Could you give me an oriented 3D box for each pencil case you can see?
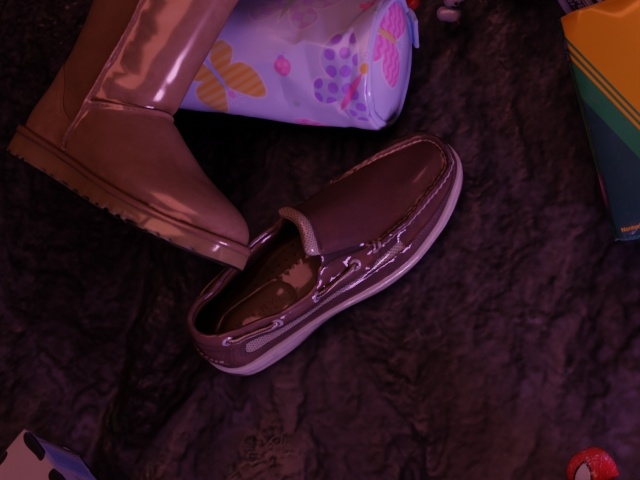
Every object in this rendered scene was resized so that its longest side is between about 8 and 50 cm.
[{"bbox_3d":[-0.057,-0.162,0.807,0.273,0.114,0.124,10,37,21],"label":"pencil case"}]

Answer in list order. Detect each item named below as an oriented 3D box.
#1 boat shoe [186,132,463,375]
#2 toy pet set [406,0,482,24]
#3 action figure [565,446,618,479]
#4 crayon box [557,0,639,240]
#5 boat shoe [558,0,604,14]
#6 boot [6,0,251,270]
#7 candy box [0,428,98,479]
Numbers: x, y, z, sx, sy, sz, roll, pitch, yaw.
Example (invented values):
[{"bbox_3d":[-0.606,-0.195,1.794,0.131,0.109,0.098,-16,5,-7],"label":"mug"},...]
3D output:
[{"bbox_3d":[0.005,0.005,0.727,0.257,0.095,0.095,-44,63,-3],"label":"boat shoe"},{"bbox_3d":[0.140,-0.238,0.814,0.114,0.065,0.122,-18,45,35],"label":"toy pet set"},{"bbox_3d":[0.178,0.269,0.568,0.139,0.091,0.280,-15,65,2],"label":"action figure"},{"bbox_3d":[0.318,-0.111,0.624,0.278,0.081,0.165,-16,84,27],"label":"crayon box"},{"bbox_3d":[0.236,-0.332,0.765,0.105,0.113,0.306,-14,63,39],"label":"boat shoe"},{"bbox_3d":[-0.097,-0.142,0.704,0.236,0.089,0.270,28,90,20],"label":"boot"},{"bbox_3d":[-0.192,0.270,0.672,0.159,0.071,0.233,-49,50,-5],"label":"candy box"}]
